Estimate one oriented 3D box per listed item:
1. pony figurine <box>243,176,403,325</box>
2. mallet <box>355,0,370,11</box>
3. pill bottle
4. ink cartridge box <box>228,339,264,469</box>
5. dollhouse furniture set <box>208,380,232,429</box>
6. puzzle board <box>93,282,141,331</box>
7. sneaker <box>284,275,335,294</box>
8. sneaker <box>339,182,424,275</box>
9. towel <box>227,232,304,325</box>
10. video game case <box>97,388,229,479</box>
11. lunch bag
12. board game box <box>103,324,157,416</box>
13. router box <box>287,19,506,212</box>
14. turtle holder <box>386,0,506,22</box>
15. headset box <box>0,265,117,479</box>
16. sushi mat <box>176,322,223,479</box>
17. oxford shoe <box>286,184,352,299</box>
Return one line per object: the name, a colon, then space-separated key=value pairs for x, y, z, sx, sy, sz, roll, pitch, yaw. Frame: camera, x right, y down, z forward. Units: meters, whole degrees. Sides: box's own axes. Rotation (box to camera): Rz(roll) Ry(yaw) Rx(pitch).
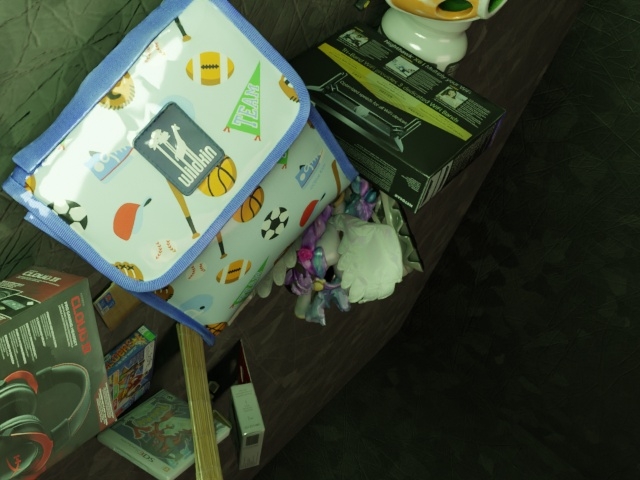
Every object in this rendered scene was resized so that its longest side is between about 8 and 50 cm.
pony figurine: x=0.000 y=0.000 z=1.640 sx=0.363 sy=0.303 sz=0.351 roll=88 pitch=8 yaw=-57
mallet: x=0.129 y=-0.449 z=1.493 sx=0.190 sy=0.039 sz=0.062 roll=-49 pitch=162 yaw=6
pill bottle: x=0.169 y=-0.329 z=1.632 sx=0.162 sy=0.162 sz=0.278 roll=-38 pitch=160 yaw=-42
ink cartridge box: x=-0.198 y=0.409 z=2.228 sx=0.060 sy=0.239 sz=0.275 roll=-12 pitch=152 yaw=-14
dollhouse furniture set: x=-0.260 y=0.414 z=2.173 sx=0.091 sy=0.114 sz=0.081 roll=-55 pitch=161 yaw=20
puzzle board: x=-0.318 y=0.090 z=1.453 sx=0.096 sy=0.011 sz=0.128 roll=-46 pitch=163 yaw=-18
sneaker: x=0.025 y=0.016 z=2.147 sx=0.270 sy=0.090 sz=0.145 roll=-52 pitch=166 yaw=11
sneaker: x=0.094 y=-0.072 z=1.853 sx=0.146 sy=0.330 sz=0.122 roll=-18 pitch=175 yaw=12
towel: x=-0.130 y=0.021 z=1.761 sx=0.324 sy=0.056 sz=0.312 roll=-45 pitch=163 yaw=-23
video game case: x=-0.315 y=0.392 z=1.827 sx=0.201 sy=0.183 sz=0.023 roll=-31 pitch=140 yaw=-53
lunch bag: x=-0.162 y=-0.087 z=1.108 sx=0.328 sy=0.239 sz=0.385 roll=-50 pitch=149 yaw=-7
board game box: x=-0.364 y=0.254 z=1.649 sx=0.136 sy=0.035 sz=0.201 roll=-41 pitch=161 yaw=-35
router box: x=0.101 y=-0.207 z=1.433 sx=0.243 sy=0.309 sz=0.081 roll=-39 pitch=157 yaw=-39
turtle holder: x=0.210 y=-0.460 z=1.328 sx=0.320 sy=0.227 sz=0.243 roll=-41 pitch=161 yaw=-34
headset box: x=-0.384 y=0.177 z=1.102 sx=0.293 sy=0.110 sz=0.218 roll=-33 pitch=125 yaw=-50
sushi mat: x=-0.237 y=0.319 z=1.768 sx=0.019 sy=0.316 sz=0.151 roll=-13 pitch=164 yaw=7
oxford shoe: x=0.058 y=-0.042 z=1.991 sx=0.397 sy=0.146 sz=0.140 roll=-58 pitch=161 yaw=17
